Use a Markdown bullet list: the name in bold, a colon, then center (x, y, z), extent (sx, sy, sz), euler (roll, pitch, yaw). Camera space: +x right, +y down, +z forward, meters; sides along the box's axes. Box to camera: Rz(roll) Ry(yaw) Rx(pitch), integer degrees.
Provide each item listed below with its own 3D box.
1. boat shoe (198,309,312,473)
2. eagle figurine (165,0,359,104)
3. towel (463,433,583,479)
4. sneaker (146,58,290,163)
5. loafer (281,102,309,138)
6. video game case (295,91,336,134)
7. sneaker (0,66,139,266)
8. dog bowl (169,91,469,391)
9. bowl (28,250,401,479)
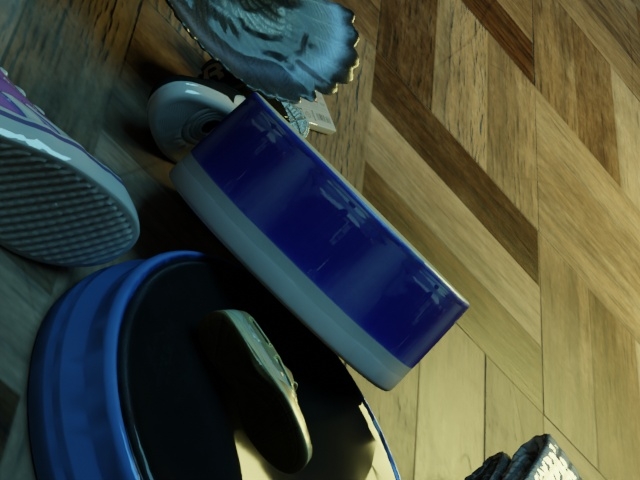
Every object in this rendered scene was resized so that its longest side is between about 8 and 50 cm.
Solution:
- **boat shoe**: center (-0.040, 0.109, 1.352), extent (0.045, 0.050, 0.135), euler (-17, 78, -58)
- **eagle figurine**: center (-0.098, -0.269, 1.641), extent (0.298, 0.225, 0.226), euler (69, 34, -48)
- **towel**: center (0.199, 0.333, 1.646), extent (0.235, 0.121, 0.284), euler (59, 24, -4)
- **sneaker**: center (-0.102, -0.127, 1.646), extent (0.217, 0.079, 0.121), euler (32, 32, -55)
- **loafer**: center (-0.065, -0.141, 1.768), extent (0.125, 0.039, 0.045), euler (47, 62, -18)
- **video game case**: center (-0.030, -0.171, 1.882), extent (0.087, 0.011, 0.122), euler (12, 53, -56)
- **sneaker**: center (-0.242, -0.101, 1.335), extent (0.282, 0.102, 0.161), euler (38, 30, -37)
- **dog bowl**: center (0.000, 0.000, 1.529), extent (0.265, 0.104, 0.265), euler (45, 2, -2)
- **bowl**: center (-0.059, 0.182, 1.387), extent (0.391, 0.077, 0.391), euler (42, 31, -32)
